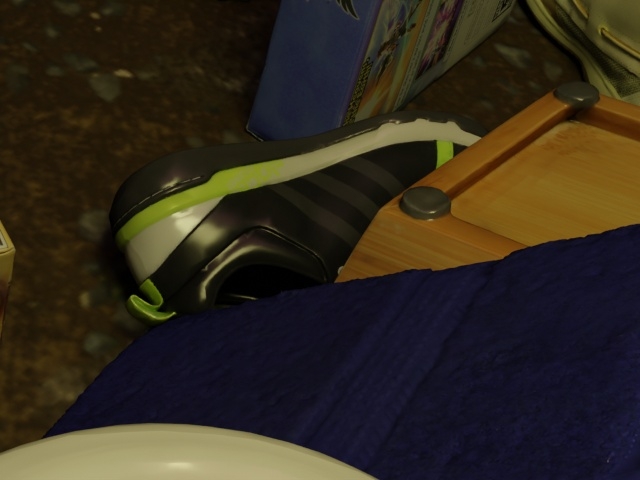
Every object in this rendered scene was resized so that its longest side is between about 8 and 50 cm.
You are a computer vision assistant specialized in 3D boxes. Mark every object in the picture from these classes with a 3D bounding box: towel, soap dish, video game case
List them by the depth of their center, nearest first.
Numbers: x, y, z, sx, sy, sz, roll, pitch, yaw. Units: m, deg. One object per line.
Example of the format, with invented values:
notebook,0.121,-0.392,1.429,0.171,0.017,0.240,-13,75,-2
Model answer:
towel,0.016,0.088,0.565,0.308,0.076,0.227,-11,23,34
soap dish,0.171,0.035,0.707,0.291,0.118,0.229,23,35,28
video game case,0.072,-0.201,0.862,0.061,0.269,0.244,32,43,15

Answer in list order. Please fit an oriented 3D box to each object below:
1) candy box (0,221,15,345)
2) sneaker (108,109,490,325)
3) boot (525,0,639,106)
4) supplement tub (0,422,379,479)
candy box,-0.200,-0.018,0.688,0.053,0.109,0.186,-11,51,-29
sneaker,0.000,0.000,0.784,0.235,0.084,0.097,-12,72,-28
boot,0.210,-0.184,0.971,0.077,0.165,0.213,-3,48,-24
supplement tub,-0.053,0.197,0.391,0.191,0.272,0.191,11,42,-10
